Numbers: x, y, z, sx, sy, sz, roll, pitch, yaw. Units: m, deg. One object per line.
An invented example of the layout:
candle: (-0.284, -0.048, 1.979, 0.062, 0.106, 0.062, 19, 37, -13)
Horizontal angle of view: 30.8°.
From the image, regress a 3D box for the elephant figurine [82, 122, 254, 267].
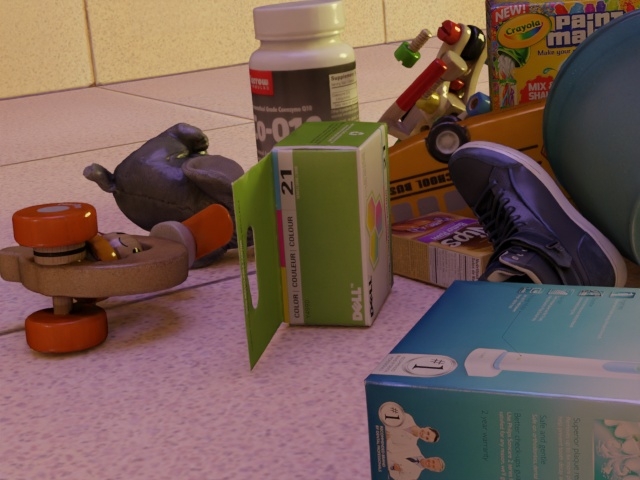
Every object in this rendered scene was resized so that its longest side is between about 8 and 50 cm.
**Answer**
elephant figurine: (-0.133, -0.045, 1.447, 0.186, 0.169, 0.239, -43, 48, -20)

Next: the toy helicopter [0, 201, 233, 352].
toy helicopter: (-0.249, 0.006, 1.304, 0.235, 0.140, 0.355, -10, 13, -26)

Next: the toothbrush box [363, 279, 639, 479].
toothbrush box: (0.203, 0.118, 0.757, 0.296, 0.126, 0.216, 0, 15, 21)

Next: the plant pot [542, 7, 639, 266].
plant pot: (0.387, -0.079, 1.208, 0.272, 0.271, 0.255, -4, 29, 3)

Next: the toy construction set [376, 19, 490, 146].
toy construction set: (0.181, -0.191, 1.814, 0.309, 0.257, 0.237, 1, -40, -52)

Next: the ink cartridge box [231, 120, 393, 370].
ink cartridge box: (0.000, 0.000, 1.142, 0.097, 0.188, 0.255, 1, 17, 14)

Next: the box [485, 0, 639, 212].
box: (0.373, -0.191, 1.552, 0.290, 0.279, 0.177, -3, 15, 7)

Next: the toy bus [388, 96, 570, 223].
toy bus: (0.230, -0.104, 1.436, 0.333, 0.130, 0.108, -14, 9, 10)

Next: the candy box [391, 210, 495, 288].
candy box: (0.156, 0.012, 1.304, 0.109, 0.053, 0.187, -14, 19, -34)

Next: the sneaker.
sneaker: (0.181, -0.007, 1.161, 0.163, 0.086, 0.226, -24, 58, -42)

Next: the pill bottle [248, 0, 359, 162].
pill bottle: (-0.024, -0.213, 1.745, 0.161, 0.283, 0.161, -5, 15, 1)
